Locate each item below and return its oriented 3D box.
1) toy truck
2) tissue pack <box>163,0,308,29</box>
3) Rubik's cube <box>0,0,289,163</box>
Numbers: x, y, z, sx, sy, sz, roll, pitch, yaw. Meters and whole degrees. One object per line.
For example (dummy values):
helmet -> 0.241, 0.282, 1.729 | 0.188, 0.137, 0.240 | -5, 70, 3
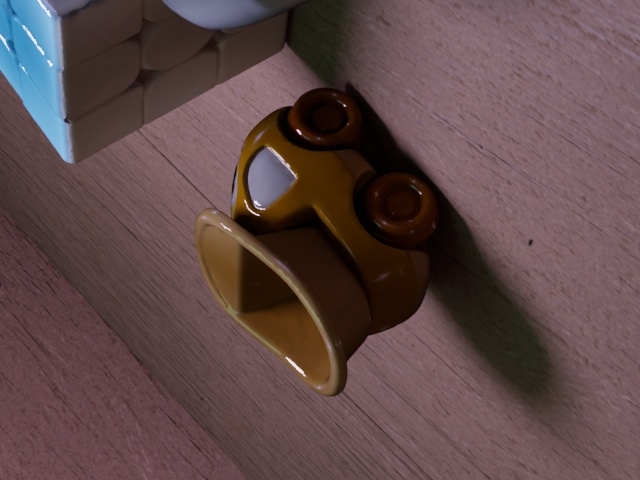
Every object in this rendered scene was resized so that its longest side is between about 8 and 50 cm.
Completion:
toy truck -> 0.000, 0.000, 1.740 | 0.288, 0.212, 0.204 | 48, 157, 21
tissue pack -> -0.091, -0.354, 1.393 | 0.236, 0.229, 0.333 | 12, 130, 63
Rubik's cube -> -0.218, -0.312, 1.696 | 0.290, 0.291, 0.291 | 53, 162, 18
